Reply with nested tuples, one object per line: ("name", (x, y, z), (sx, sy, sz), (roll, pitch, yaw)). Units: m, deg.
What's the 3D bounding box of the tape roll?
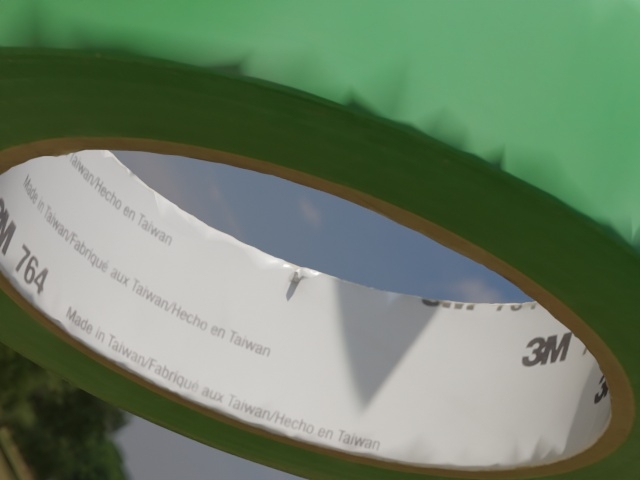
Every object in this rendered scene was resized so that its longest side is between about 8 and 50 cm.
("tape roll", (0.000, 0.000, 0.571), (0.321, 0.077, 0.321), (16, -25, 8))
